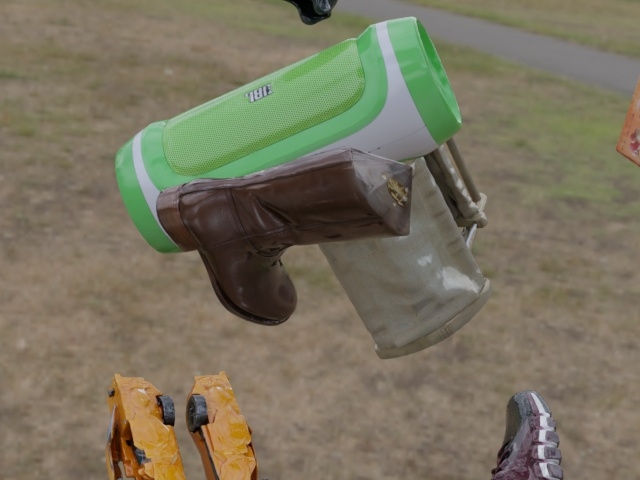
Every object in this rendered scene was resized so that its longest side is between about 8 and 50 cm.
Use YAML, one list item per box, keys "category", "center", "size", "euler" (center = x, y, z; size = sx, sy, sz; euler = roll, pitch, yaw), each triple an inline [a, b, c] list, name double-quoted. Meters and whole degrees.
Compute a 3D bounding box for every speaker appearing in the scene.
- category: "speaker"
  center: [-0.029, -0.092, 1.144]
  size: [0.296, 0.131, 0.131]
  euler: [-23, 9, 13]

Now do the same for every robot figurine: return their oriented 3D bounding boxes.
- category: "robot figurine"
  center: [-0.141, 0.274, 1.427]
  size: [0.211, 0.085, 0.291]
  euler: [1, 44, -24]

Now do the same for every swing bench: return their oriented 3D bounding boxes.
- category: "swing bench"
  center: [0.096, -0.040, 1.554]
  size: [0.165, 0.253, 0.255]
  euler: [-18, 37, 17]

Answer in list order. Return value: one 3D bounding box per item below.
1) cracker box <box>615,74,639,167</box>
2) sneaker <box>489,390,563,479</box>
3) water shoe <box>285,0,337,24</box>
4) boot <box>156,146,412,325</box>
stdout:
- category: "cracker box"
  center: [0.415, -0.143, 1.242]
  size: [0.232, 0.156, 0.067]
  euler: [-1, 29, -28]
- category: "sneaker"
  center: [0.206, 0.296, 1.540]
  size: [0.162, 0.106, 0.281]
  euler: [0, 43, -2]
- category: "water shoe"
  center: [-0.070, -0.264, 1.155]
  size: [0.203, 0.080, 0.073]
  euler: [20, -21, -16]
- category: "boot"
  center: [0.000, 0.000, 0.565]
  size: [0.114, 0.037, 0.106]
  euler: [-12, -36, 30]
